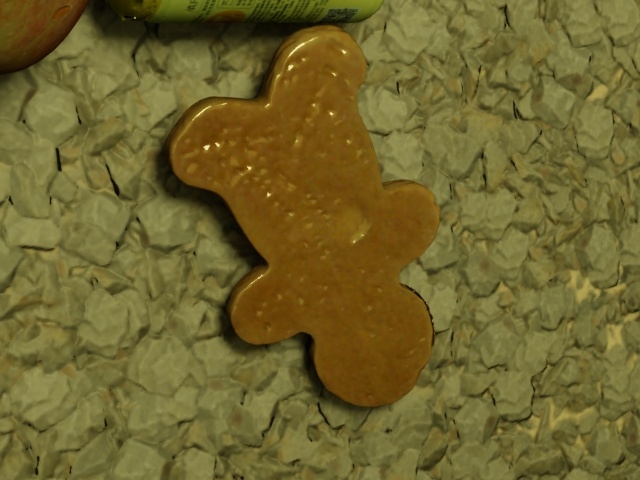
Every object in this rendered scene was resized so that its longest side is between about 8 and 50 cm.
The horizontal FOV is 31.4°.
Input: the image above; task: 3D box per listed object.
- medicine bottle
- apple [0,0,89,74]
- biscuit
[{"bbox_3d":[-0.066,-0.232,0.905,0.239,0.124,0.124,-5,97,-26],"label":"medicine bottle"},{"bbox_3d":[-0.244,-0.209,0.784,0.188,0.188,0.174,17,96,-26],"label":"apple"},{"bbox_3d":[0.000,0.000,0.994,0.216,0.047,0.339,-35,115,-11],"label":"biscuit"}]
